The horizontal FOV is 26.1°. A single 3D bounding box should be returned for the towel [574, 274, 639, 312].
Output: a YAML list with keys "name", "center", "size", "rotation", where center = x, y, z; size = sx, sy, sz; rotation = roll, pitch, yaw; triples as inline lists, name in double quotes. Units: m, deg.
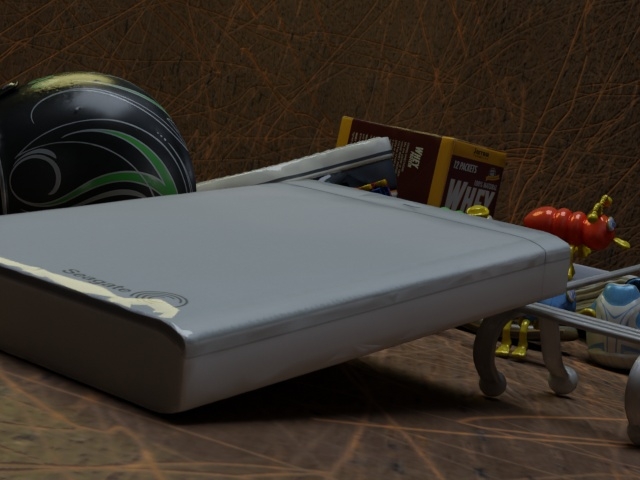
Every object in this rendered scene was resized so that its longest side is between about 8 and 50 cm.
- name: "towel"
  center: [0.402, 0.087, 1.522]
  size: [0.285, 0.034, 0.209]
  rotation: [12, -13, -20]

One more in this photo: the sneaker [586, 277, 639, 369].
- name: "sneaker"
  center: [0.319, 0.081, 1.335]
  size: [0.085, 0.086, 0.237]
  rotation: [13, 2, 26]

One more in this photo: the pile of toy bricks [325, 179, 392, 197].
- name: "pile of toy bricks"
  center: [0.000, 0.000, 1.534]
  size: [0.105, 0.118, 0.212]
  rotation: [-20, -1, 38]

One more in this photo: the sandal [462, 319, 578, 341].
- name: "sandal"
  center: [0.159, 0.063, 1.320]
  size: [0.180, 0.049, 0.072]
  rotation: [15, 4, 30]

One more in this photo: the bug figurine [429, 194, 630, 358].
- name: "bug figurine"
  center: [0.163, 0.016, 1.270]
  size: [0.216, 0.072, 0.279]
  rotation: [7, 21, 19]

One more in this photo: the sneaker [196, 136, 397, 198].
- name: "sneaker"
  center: [-0.050, -0.035, 1.697]
  size: [0.321, 0.127, 0.126]
  rotation: [-14, 5, -15]

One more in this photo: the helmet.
- name: "helmet"
  center: [-0.176, -0.044, 1.052]
  size: [0.161, 0.169, 0.169]
  rotation: [-7, 12, -24]

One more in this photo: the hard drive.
- name: "hard drive"
  center: [-0.041, 0.015, 0.813]
  size: [0.233, 0.047, 0.353]
  rotation: [15, 16, 37]

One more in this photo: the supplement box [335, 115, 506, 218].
- name: "supplement box"
  center: [0.121, -0.052, 1.867]
  size: [0.194, 0.191, 0.129]
  rotation: [15, 4, 40]

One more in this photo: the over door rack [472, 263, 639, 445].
- name: "over door rack"
  center: [0.288, 0.071, 0.953]
  size: [0.239, 0.108, 0.324]
  rotation: [15, 25, 35]

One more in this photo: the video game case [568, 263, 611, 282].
- name: "video game case"
  center: [0.295, 0.062, 1.620]
  size: [0.212, 0.023, 0.193]
  rotation: [13, -14, -26]
